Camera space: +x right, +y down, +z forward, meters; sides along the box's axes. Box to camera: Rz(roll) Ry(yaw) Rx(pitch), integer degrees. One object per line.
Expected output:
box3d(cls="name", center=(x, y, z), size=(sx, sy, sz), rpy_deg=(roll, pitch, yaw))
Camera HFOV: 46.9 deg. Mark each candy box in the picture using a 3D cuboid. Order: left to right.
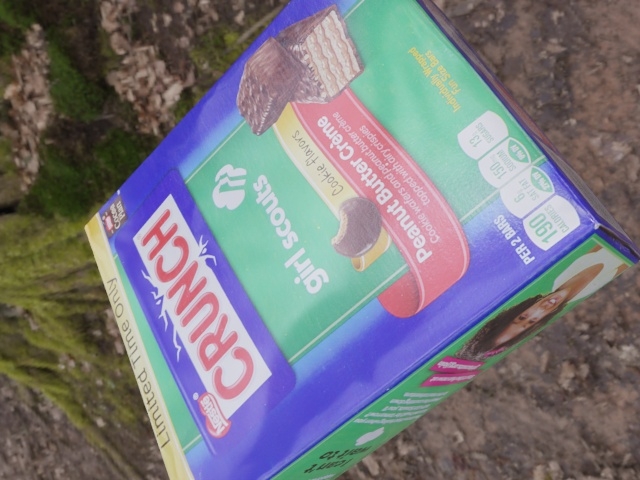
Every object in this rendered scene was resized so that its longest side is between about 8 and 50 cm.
box3d(cls="candy box", center=(0.000, 0.000, 0.518), size=(0.317, 0.122, 0.268), rpy_deg=(-43, 58, 21))
